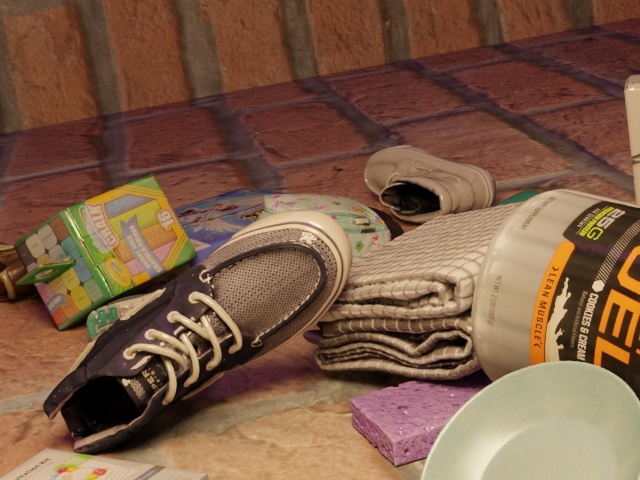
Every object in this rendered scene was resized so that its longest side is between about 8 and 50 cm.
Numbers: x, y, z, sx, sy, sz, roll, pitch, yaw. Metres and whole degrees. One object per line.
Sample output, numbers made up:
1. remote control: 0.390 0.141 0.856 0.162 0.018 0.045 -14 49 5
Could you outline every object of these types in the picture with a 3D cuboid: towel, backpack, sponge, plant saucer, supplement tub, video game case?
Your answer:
1. towel: 0.139 0.056 1.418 0.235 0.121 0.284 -25 9 -35
2. backpack: 0.000 0.000 1.726 0.182 0.115 0.152 0 5 -36
3. sponge: 0.143 0.152 1.308 0.210 0.031 0.117 -14 15 -17
4. plant saucer: 0.168 0.182 1.068 0.195 0.037 0.195 -24 38 20
5. supplement tub: 0.299 0.077 1.140 0.316 0.193 0.193 16 29 41
6. video game case: -0.142 -0.010 2.006 0.269 0.061 0.244 -20 20 -35

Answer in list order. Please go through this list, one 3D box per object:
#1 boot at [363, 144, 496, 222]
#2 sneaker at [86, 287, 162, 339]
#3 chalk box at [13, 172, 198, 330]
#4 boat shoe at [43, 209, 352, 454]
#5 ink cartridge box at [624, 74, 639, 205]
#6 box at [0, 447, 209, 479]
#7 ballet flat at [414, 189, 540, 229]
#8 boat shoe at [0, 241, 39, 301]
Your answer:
1. boot: 0.126 -0.083 2.039 0.123 0.095 0.258 -13 15 -40
2. sneaker: -0.203 0.084 1.705 0.166 0.065 0.076 -8 11 1
3. chalk box: -0.291 0.022 1.775 0.132 0.132 0.213 -29 0 43
4. boat shoe: -0.121 0.101 1.358 0.340 0.127 0.158 -35 10 26
5. ink cartridge box: 0.457 -0.096 1.659 0.160 0.219 0.092 -4 16 17
6. box: -0.209 0.235 1.192 0.186 0.038 0.145 2 19 31
7. ballet flat: 0.209 -0.006 1.766 0.203 0.074 0.074 -18 18 -28
8. boat shoe: -0.410 0.049 1.929 0.257 0.095 0.095 -10 28 22
